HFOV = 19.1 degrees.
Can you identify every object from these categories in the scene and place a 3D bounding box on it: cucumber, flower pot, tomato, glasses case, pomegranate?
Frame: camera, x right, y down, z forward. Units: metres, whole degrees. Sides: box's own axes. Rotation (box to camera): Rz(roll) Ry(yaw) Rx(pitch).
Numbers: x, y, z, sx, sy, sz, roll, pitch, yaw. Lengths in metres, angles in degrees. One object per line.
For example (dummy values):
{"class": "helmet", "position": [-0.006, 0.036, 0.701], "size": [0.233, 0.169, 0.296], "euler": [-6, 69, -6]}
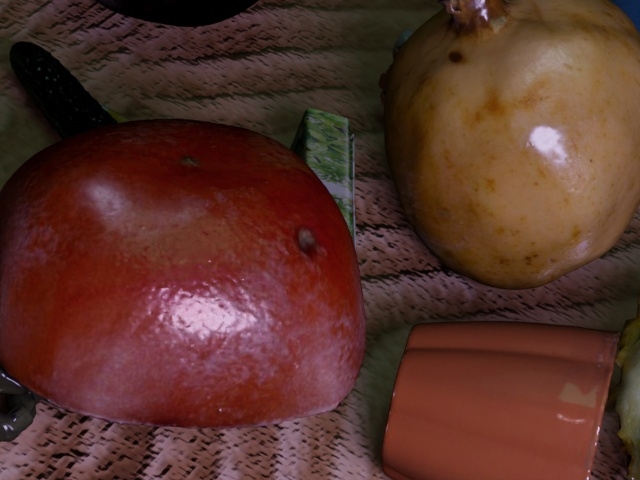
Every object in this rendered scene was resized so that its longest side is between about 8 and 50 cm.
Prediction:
{"class": "cucumber", "position": [-0.237, -0.123, 1.822], "size": [0.052, 0.058, 0.214], "euler": [-40, 58, -9]}
{"class": "flower pot", "position": [0.145, 0.148, 1.574], "size": [0.173, 0.191, 0.190], "euler": [13, 39, 6]}
{"class": "tomato", "position": [-0.114, -0.004, 1.529], "size": [0.338, 0.144, 0.338], "euler": [10, 38, -8]}
{"class": "glasses case", "position": [0.000, 0.000, 1.743], "size": [0.062, 0.095, 0.272], "euler": [14, 40, -12]}
{"class": "pomegranate", "position": [0.189, -0.099, 1.795], "size": [0.307, 0.307, 0.307], "euler": [11, 40, -9]}

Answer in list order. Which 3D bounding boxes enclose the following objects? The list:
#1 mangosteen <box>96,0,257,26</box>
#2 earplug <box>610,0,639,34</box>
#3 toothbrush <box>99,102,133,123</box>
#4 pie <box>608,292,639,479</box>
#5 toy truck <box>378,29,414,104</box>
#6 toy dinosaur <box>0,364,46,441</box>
{"class": "mangosteen", "position": [-0.152, -0.355, 2.001], "size": [0.275, 0.275, 0.302], "euler": [13, 6, -6]}
{"class": "earplug", "position": [0.336, -0.201, 2.090], "size": [0.132, 0.132, 0.273], "euler": [19, 36, 1]}
{"class": "toothbrush", "position": [-0.127, -0.076, 1.778], "size": [0.288, 0.021, 0.024], "euler": [27, 43, 37]}
{"class": "pie", "position": [0.379, 0.152, 1.656], "size": [0.288, 0.103, 0.355], "euler": [41, 39, -10]}
{"class": "toy truck", "position": [0.139, -0.180, 2.014], "size": [0.083, 0.092, 0.192], "euler": [35, 34, 18]}
{"class": "toy dinosaur", "position": [-0.247, 0.075, 1.565], "size": [0.187, 0.087, 0.179], "euler": [25, 41, 5]}
